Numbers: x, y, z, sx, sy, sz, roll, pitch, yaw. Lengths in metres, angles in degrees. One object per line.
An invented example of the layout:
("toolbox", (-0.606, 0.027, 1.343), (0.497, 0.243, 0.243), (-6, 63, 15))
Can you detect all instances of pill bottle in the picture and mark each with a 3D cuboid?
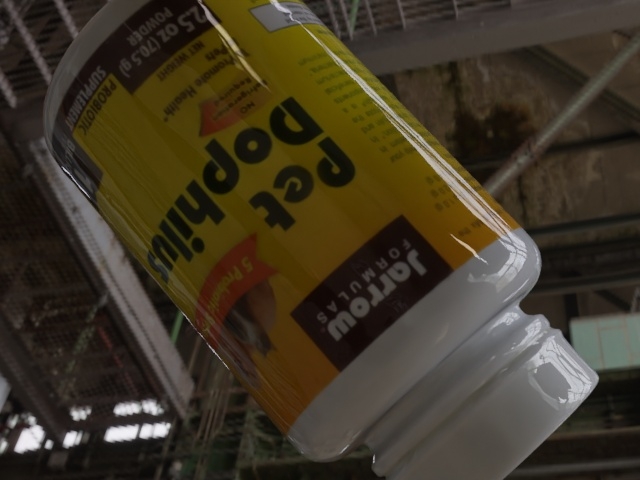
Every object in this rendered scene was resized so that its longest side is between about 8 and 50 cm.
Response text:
("pill bottle", (0.000, 0.000, 0.373), (0.215, 0.117, 0.117), (48, -52, 13))
